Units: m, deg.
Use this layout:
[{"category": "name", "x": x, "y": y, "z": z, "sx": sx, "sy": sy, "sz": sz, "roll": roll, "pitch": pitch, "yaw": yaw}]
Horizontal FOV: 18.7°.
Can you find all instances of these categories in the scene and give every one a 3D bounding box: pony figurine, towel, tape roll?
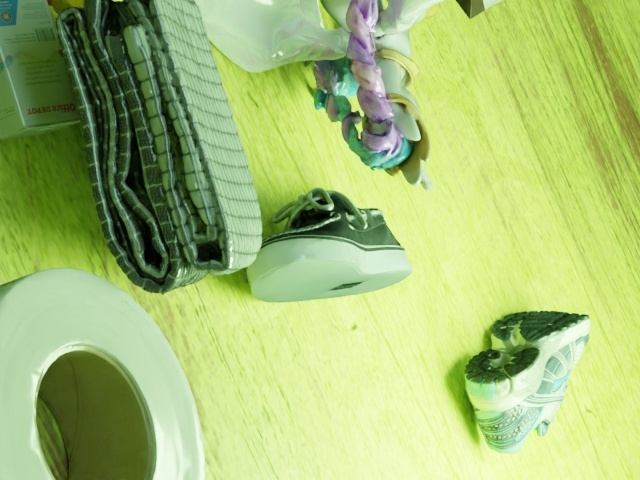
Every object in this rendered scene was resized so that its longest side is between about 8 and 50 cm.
[{"category": "pony figurine", "x": 0.042, "y": -0.267, "z": 2.146, "sx": 0.363, "sy": 0.303, "sz": 0.351, "roll": -91, "pitch": 156, "yaw": -53}, {"category": "towel", "x": -0.153, "y": -0.095, "z": 1.788, "sx": 0.235, "sy": 0.121, "sz": 0.283, "roll": -11, "pitch": 83, "yaw": -83}, {"category": "tape roll", "x": -0.222, "y": 0.171, "z": 1.624, "sx": 0.286, "sy": 0.100, "sz": 0.286, "roll": 33, "pitch": 47, "yaw": -45}]

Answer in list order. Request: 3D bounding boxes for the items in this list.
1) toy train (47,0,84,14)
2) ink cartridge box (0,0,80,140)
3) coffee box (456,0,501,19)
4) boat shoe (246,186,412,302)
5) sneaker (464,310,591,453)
[{"category": "toy train", "x": -0.257, "y": -0.275, "z": 1.862, "sx": 0.166, "sy": 0.046, "sz": 0.125, "roll": 34, "pitch": 46, "yaw": -48}, {"category": "ink cartridge box", "x": -0.275, "y": -0.155, "z": 1.759, "sx": 0.088, "sy": 0.052, "sz": 0.122, "roll": -15, "pitch": 86, "yaw": -58}, {"category": "coffee box", "x": 0.173, "y": -0.362, "z": 2.184, "sx": 0.141, "sy": 0.098, "sz": 0.246, "roll": 56, "pitch": -4, "yaw": 12}, {"category": "boat shoe", "x": 0.004, "y": -0.002, "z": 2.054, "sx": 0.306, "sy": 0.113, "sz": 0.105, "roll": -2, "pitch": 69, "yaw": -60}, {"category": "sneaker", "x": 0.254, "y": 0.170, "z": 2.383, "sx": 0.283, "sy": 0.110, "sz": 0.122, "roll": -33, "pitch": 120, "yaw": -55}]
